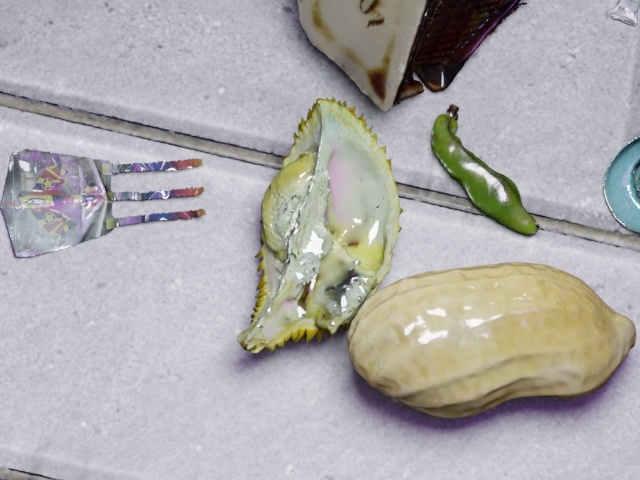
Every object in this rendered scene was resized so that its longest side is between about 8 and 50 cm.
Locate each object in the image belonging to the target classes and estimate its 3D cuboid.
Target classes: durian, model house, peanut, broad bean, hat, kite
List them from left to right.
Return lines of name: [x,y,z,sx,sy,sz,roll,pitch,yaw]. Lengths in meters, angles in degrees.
kite: [-0.261,-0.053,1.832,0.245,0.015,0.141,-5,73,-3]
durian: [0.000,0.000,1.761,0.172,0.166,0.306,23,82,5]
model house: [0.103,-0.370,1.893,0.317,0.297,0.282,45,36,12]
broad bean: [0.193,-0.081,1.869,0.061,0.046,0.195,-30,75,-11]
peanut: [0.199,0.112,1.736,0.340,0.158,0.174,-9,96,-5]
hat: [0.447,-0.086,1.876,0.191,0.078,0.138,-29,78,-14]

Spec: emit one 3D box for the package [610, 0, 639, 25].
package: [0.410,-0.333,1.991,0.037,0.015,0.110,20,72,-4]
